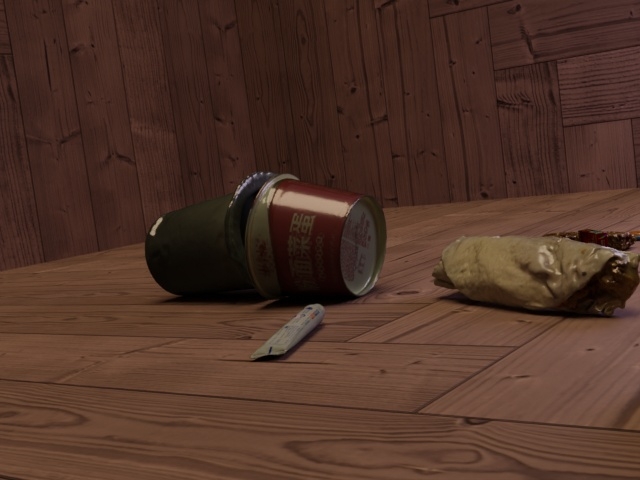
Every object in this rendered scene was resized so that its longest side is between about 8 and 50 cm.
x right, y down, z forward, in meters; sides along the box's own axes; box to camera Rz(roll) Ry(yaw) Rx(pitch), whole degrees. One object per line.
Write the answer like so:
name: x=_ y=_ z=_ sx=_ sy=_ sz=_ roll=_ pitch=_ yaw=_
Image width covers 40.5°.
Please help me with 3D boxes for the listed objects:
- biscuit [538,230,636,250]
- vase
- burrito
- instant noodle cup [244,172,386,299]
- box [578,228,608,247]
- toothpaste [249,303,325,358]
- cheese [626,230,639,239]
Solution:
biscuit: x=0.524 y=0.002 z=1.724 sx=0.064 sy=0.034 sz=0.199 roll=-14 pitch=8 yaw=-44
vase: x=-0.192 y=0.001 z=1.725 sx=0.291 sy=0.244 sz=0.245 roll=-9 pitch=3 yaw=40
burrito: x=0.293 y=0.046 z=1.251 sx=0.076 sy=0.117 sz=0.392 roll=38 pitch=-14 yaw=-26
instant noodle cup: x=0.000 y=0.000 z=1.538 sx=0.179 sy=0.234 sz=0.235 roll=6 pitch=11 yaw=30
box: x=0.503 y=0.008 z=1.598 sx=0.023 sy=0.051 sz=0.082 roll=-7 pitch=6 yaw=-6
toothpaste: x=-0.037 y=0.126 z=1.204 sx=0.052 sy=0.033 sz=0.218 roll=-10 pitch=7 yaw=19
cheese: x=0.657 y=-0.009 z=1.761 sx=0.047 sy=0.017 sz=0.111 roll=-12 pitch=7 yaw=-21
